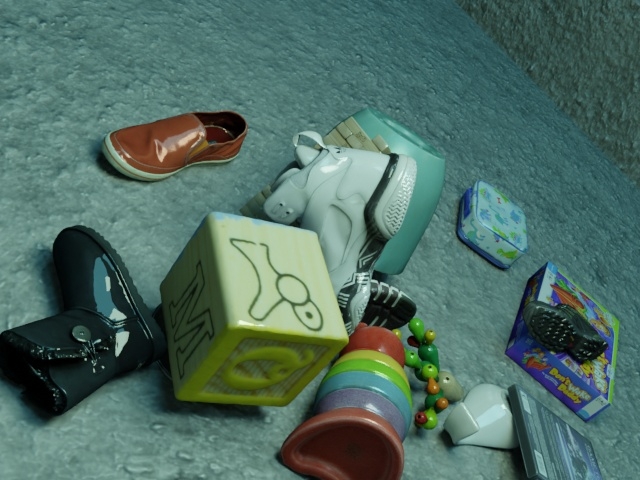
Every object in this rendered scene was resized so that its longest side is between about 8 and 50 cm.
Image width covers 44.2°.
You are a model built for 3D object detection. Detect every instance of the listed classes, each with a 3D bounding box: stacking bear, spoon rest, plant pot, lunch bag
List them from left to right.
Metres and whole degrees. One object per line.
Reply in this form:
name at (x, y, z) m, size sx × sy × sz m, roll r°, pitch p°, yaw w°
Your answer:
stacking bear at (0.070, 0.245, 1.255) m, size 0.175 × 0.164 × 0.289 m, roll 35°, pitch 30°, yaw -8°
plant pot at (0.103, -0.115, 1.541) m, size 0.293 × 0.235 × 0.293 m, roll 30°, pitch 17°, yaw -10°
spoon rest at (0.301, 0.330, 1.459) m, size 0.276 × 0.084 × 0.137 m, roll 10°, pitch 44°, yaw -56°
lunch bag at (0.428, -0.044, 1.975) m, size 0.176 × 0.090 × 0.219 m, roll 33°, pitch 35°, yaw -12°

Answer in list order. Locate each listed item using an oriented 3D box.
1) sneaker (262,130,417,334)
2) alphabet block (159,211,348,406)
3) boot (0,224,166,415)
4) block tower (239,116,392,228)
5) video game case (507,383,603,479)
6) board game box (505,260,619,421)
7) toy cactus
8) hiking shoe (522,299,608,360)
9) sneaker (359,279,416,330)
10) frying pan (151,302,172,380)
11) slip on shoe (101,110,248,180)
sneaker at (0.000, 0.000, 1.278) m, size 0.210 × 0.366 × 0.137 m, roll 21°, pitch 25°, yaw -2°
alphabet block at (-0.102, 0.103, 1.130) m, size 0.192 × 0.193 × 0.197 m, roll 11°, pitch 45°, yaw -31°
boot at (-0.346, 0.098, 1.064) m, size 0.247 × 0.094 × 0.207 m, roll 54°, pitch 32°, yaw 9°
block tower at (-0.030, -0.076, 1.380) m, size 0.097 × 0.335 × 0.091 m, roll 53°, pitch 3°, yaw 17°
video game case at (0.457, 0.412, 1.491) m, size 0.274 × 0.026 × 0.196 m, roll 38°, pitch 31°, yaw -30°
board game box at (0.567, 0.221, 1.819) m, size 0.233 × 0.078 × 0.347 m, roll 40°, pitch 34°, yaw 0°
toy cactus at (0.194, 0.255, 1.428) m, size 0.180 × 0.112 × 0.219 m, roll 37°, pitch 26°, yaw -39°
hiking shoe at (0.505, 0.178, 1.682) m, size 0.226 × 0.086 × 0.114 m, roll 29°, pitch 22°, yaw -25°
sneaker at (0.050, 0.064, 1.481) m, size 0.281 × 0.106 × 0.163 m, roll 19°, pitch 37°, yaw -28°
frying pan at (-0.115, 0.182, 1.241) m, size 0.326 × 0.053 × 0.197 m, roll 25°, pitch 38°, yaw -17°
slip on shoe at (-0.263, -0.189, 1.466) m, size 0.331 × 0.101 × 0.123 m, roll -16°, pitch 65°, yaw -50°
